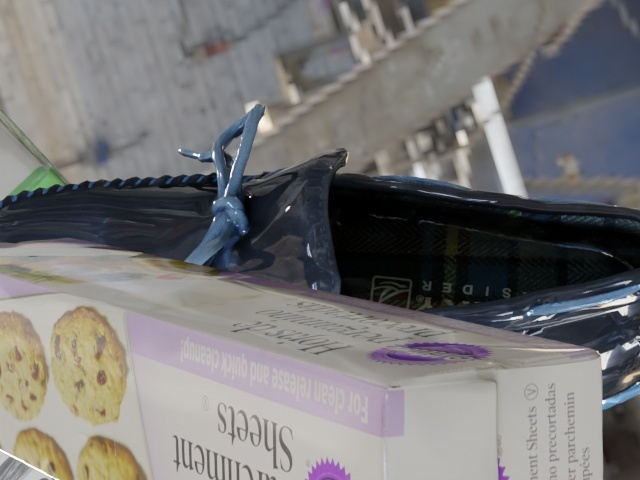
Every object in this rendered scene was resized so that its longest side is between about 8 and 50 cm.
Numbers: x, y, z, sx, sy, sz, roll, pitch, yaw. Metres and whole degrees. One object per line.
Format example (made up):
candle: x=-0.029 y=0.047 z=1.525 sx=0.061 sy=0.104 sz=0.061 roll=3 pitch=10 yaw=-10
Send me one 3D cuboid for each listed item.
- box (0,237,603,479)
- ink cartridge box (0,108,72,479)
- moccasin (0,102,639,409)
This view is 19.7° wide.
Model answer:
box: x=-0.040 y=0.045 z=0.552 sx=0.324 sy=0.063 sz=0.067 roll=11 pitch=105 yaw=59
ink cartridge box: x=-0.207 y=0.071 z=1.238 sx=0.121 sy=0.211 sz=0.289 roll=41 pitch=174 yaw=40
moccasin: x=0.000 y=0.000 z=0.865 sx=0.117 sy=0.342 sz=0.137 roll=93 pitch=176 yaw=-57
